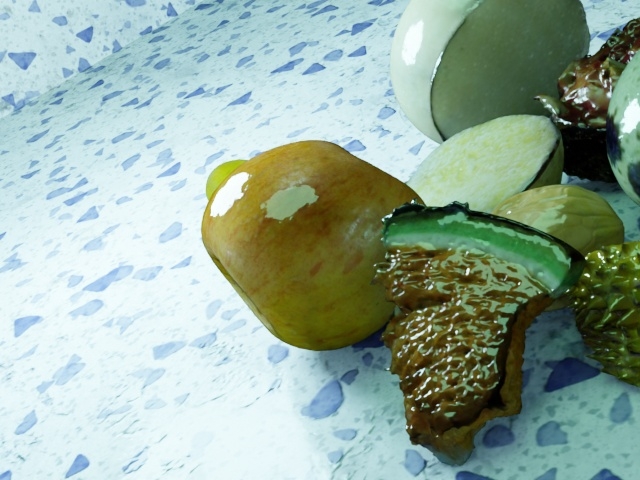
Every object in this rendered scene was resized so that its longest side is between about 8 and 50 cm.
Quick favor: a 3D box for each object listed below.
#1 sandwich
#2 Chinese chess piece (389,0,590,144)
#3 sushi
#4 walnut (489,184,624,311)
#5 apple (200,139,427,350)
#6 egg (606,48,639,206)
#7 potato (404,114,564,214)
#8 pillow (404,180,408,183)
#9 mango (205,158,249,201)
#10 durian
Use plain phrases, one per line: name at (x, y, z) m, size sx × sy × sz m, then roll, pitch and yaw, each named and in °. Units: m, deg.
sandwich at (0.178, 0.115, 1.206) m, size 0.250 × 0.162 × 0.301 m, roll 6°, pitch 72°, yaw 32°
Chinese chess piece at (0.277, -0.304, 1.676) m, size 0.338 × 0.338 × 0.140 m, roll -29°, pitch 43°, yaw -9°
sushi at (0.462, -0.219, 1.547) m, size 0.196 × 0.182 × 0.343 m, roll 6°, pitch 38°, yaw 46°
walnut at (0.289, 0.011, 1.318) m, size 0.206 × 0.159 × 0.159 m, roll -22°, pitch 28°, yaw 12°
apple at (0.000, 0.000, 1.404) m, size 0.275 × 0.299 × 0.299 m, roll -43°, pitch 30°, yaw -5°
egg at (0.536, -0.163, 1.282) m, size 0.379 × 0.288 × 0.287 m, roll -24°, pitch 25°, yaw -24°
potato at (0.247, -0.065, 1.503) m, size 0.239 × 0.116 × 0.299 m, roll -51°, pitch 23°, yaw -26°
pillow at (0.081, -0.072, 1.733) m, size 0.241 × 0.051 × 0.093 m, roll 2°, pitch 38°, yaw 44°
mango at (-0.138, -0.093, 1.909) m, size 0.194 × 0.092 × 0.130 m, roll 16°, pitch 45°, yaw 39°
durian at (0.401, 0.091, 1.147) m, size 0.260 × 0.154 × 0.187 m, roll -20°, pitch 52°, yaw 25°
